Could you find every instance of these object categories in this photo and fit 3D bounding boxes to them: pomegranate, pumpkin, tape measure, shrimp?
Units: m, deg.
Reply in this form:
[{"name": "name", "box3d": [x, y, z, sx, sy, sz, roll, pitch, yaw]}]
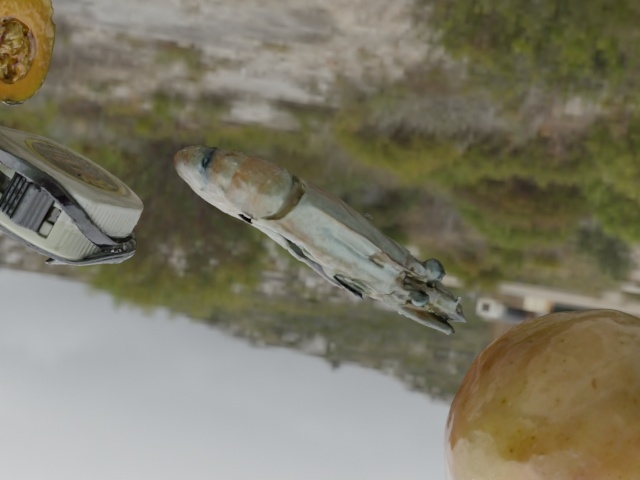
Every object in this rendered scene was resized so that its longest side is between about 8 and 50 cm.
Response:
[{"name": "pomegranate", "box3d": [0.355, 0.274, 1.692, 0.412, 0.411, 0.411, 8, -179, 0]}, {"name": "pumpkin", "box3d": [-0.524, -0.268, 1.718, 0.232, 0.242, 0.325, 15, -154, 22]}, {"name": "tape measure", "box3d": [-0.377, -0.051, 1.816, 0.231, 0.133, 0.271, 35, -172, 24]}, {"name": "shrimp", "box3d": [0.000, 0.000, 1.448, 0.360, 0.085, 0.247, 30, 171, 4]}]
